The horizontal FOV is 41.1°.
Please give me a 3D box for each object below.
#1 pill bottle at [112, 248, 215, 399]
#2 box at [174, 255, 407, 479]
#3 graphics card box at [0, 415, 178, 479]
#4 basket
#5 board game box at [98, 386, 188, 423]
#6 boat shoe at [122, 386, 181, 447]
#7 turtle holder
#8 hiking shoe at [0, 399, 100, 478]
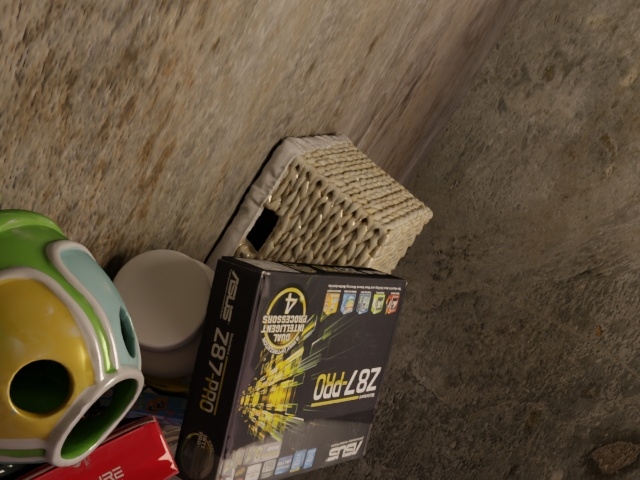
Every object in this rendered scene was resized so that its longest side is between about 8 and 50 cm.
[{"bbox_3d":[-0.225,0.134,1.328,0.188,0.188,0.334,-50,168,-17],"label":"pill bottle"},{"bbox_3d":[-0.032,0.193,1.300,0.395,0.097,0.318,8,99,-55],"label":"box"},{"bbox_3d":[-0.351,0.342,1.230,0.233,0.094,0.371,-24,178,-22],"label":"graphics card box"},{"bbox_3d":[0.000,0.000,1.646,0.328,0.266,0.331,-56,167,20],"label":"basket"},{"bbox_3d":[-0.302,0.274,1.411,0.160,0.211,0.039,89,9,-73],"label":"board game box"},{"bbox_3d":[-0.356,0.379,1.769,0.130,0.132,0.355,-45,162,12],"label":"boat shoe"},{"bbox_3d":[-0.292,0.089,0.810,0.243,0.227,0.320,-45,167,-33],"label":"turtle holder"},{"bbox_3d":[-0.428,0.278,1.147,0.132,0.113,0.304,-45,165,23],"label":"hiking shoe"}]
